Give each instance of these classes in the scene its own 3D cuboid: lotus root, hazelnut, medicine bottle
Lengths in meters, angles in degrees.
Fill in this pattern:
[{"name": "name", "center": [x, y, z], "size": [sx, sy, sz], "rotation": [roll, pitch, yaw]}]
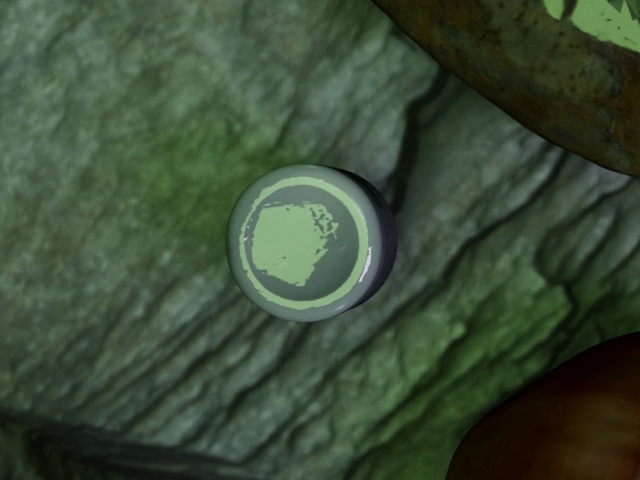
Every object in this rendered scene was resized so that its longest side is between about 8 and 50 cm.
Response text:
[{"name": "lotus root", "center": [0.128, -0.137, 0.874], "size": [0.275, 0.152, 0.160], "rotation": [37, 87, 5]}, {"name": "hazelnut", "center": [0.157, 0.132, 0.861], "size": [0.208, 0.208, 0.208], "rotation": [0, 90, 9]}, {"name": "medicine bottle", "center": [0.000, 0.000, 0.904], "size": [0.080, 0.130, 0.080], "rotation": [0, 92, 9]}]
